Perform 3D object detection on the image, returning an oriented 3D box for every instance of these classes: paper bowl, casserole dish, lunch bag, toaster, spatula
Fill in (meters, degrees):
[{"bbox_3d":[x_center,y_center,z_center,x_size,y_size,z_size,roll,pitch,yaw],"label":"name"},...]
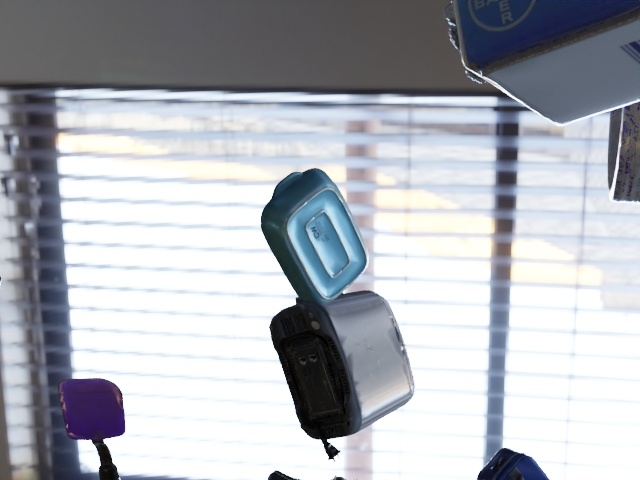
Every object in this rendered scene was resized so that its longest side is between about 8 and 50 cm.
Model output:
[{"bbox_3d":[0.490,-0.190,1.549,0.148,0.284,0.284,3,-164,10],"label":"paper bowl"},{"bbox_3d":[0.000,0.000,1.337,0.114,0.188,0.037,-41,-144,-19],"label":"casserole dish"},{"bbox_3d":[0.243,0.300,1.333,0.067,0.098,0.065,-45,-164,-16],"label":"lunch bag"},{"bbox_3d":[0.037,0.173,1.509,0.146,0.227,0.129,-17,176,-42],"label":"toaster"},{"bbox_3d":[-0.298,0.302,1.516,0.084,0.297,0.030,-4,-141,-2],"label":"spatula"}]

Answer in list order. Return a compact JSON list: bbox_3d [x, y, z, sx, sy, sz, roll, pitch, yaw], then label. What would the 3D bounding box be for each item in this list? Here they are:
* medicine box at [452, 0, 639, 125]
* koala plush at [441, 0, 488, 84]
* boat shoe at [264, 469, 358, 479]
[{"bbox_3d":[0.207,-0.250,0.640,0.263,0.289,0.149,-17,163,31],"label":"medicine box"},{"bbox_3d":[0.267,-0.349,1.572,0.203,0.196,0.221,36,-105,33],"label":"koala plush"},{"bbox_3d":[0.048,0.460,1.914,0.302,0.091,0.114,27,171,-5],"label":"boat shoe"}]
